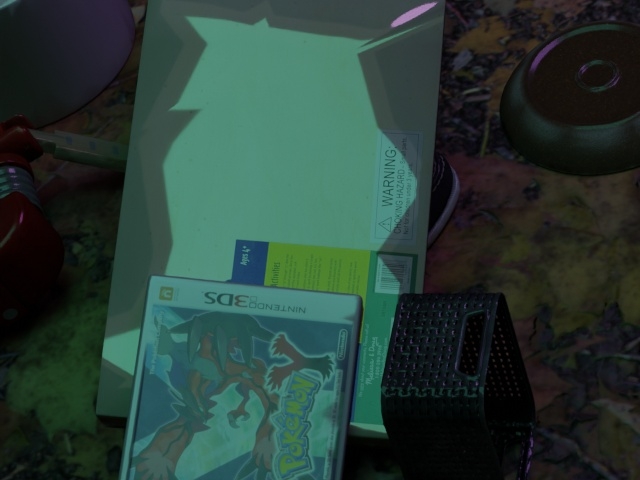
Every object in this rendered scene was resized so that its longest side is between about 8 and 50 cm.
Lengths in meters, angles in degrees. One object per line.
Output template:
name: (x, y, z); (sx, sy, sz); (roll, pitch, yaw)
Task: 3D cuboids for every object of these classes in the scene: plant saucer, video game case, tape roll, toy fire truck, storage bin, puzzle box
plant saucer: (0.266, -0.147, 1.865); (0.198, 0.036, 0.198); (-10, 47, 11)
video game case: (-0.066, 0.133, 1.624); (0.183, 0.023, 0.201); (5, 74, 5)
tape roll: (-0.336, -0.256, 2.068); (0.246, 0.169, 0.246); (-10, 48, 11)
toy fire truck: (-0.285, -0.033, 1.891); (0.246, 0.158, 0.217); (-31, 46, 5)
storage bin: (0.113, 0.136, 1.569); (0.084, 0.180, 0.122); (-1, 50, 17)
puzzle box: (-0.039, -0.026, 1.712); (0.272, 0.052, 0.409); (5, 73, 4)

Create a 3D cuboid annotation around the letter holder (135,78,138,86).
letter holder: (-0.018, -0.206, 1.935); (0.214, 0.152, 0.302); (5, 52, 19)

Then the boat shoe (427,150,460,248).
boat shoe: (0.000, 0.000, 1.785); (0.302, 0.091, 0.114); (-40, 51, -16)
